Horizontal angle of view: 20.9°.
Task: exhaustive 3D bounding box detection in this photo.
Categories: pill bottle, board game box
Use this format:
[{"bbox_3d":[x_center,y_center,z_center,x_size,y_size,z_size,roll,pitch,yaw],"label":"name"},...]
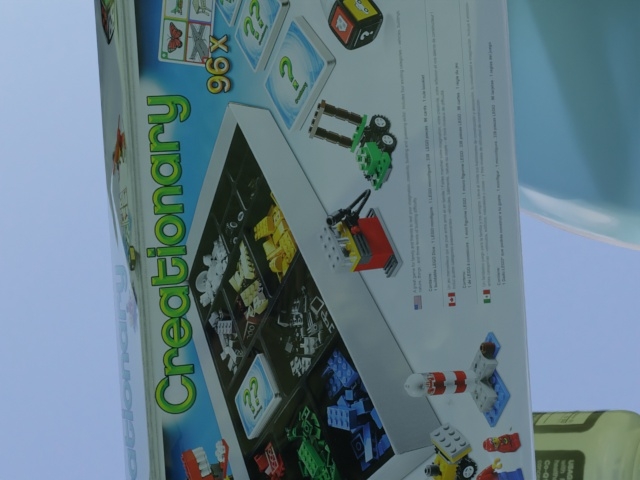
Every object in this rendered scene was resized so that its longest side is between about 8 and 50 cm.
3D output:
[{"bbox_3d":[0.234,0.241,1.646,0.283,0.161,0.161,-5,-154,33],"label":"pill bottle"},{"bbox_3d":[0.000,0.000,0.812,0.193,0.305,0.053,-4,-179,-22],"label":"board game box"}]

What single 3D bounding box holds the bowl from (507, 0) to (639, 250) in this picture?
[{"bbox_3d":[0.197,-0.091,0.977,0.312,0.163,0.311,9,-163,-3],"label":"bowl"}]
